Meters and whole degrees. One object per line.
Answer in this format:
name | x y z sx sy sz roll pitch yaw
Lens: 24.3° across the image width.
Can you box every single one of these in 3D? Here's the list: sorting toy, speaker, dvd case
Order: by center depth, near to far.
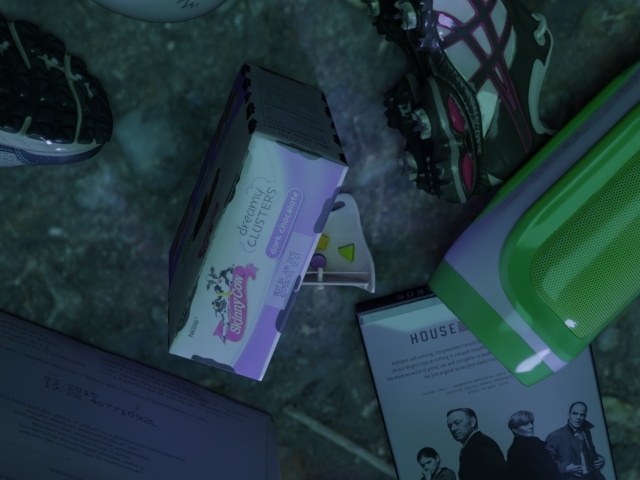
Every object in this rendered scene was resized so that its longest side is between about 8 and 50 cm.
speaker | 0.222 -0.032 1.098 0.296 0.131 0.131 -44 108 2
sorting toy | 0.000 0.000 1.150 0.083 0.045 0.075 1 102 -5
dvd case | 0.141 0.139 1.218 0.179 0.029 0.239 -15 110 0

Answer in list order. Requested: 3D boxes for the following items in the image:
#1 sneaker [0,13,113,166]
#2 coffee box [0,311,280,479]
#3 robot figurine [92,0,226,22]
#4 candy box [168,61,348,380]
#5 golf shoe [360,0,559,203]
sneaker | -0.293 -0.094 1.068 0.283 0.110 0.122 8 143 -21
coffee box | -0.240 0.281 1.069 0.337 0.338 0.334 22 107 -12
robot figurine | -0.081 -0.278 0.973 0.209 0.173 0.278 32 104 -12
candy box | -0.049 -0.019 1.053 0.070 0.196 0.165 19 107 -12
golf shoe | 0.099 -0.164 1.080 0.120 0.105 0.273 -20 117 -15
